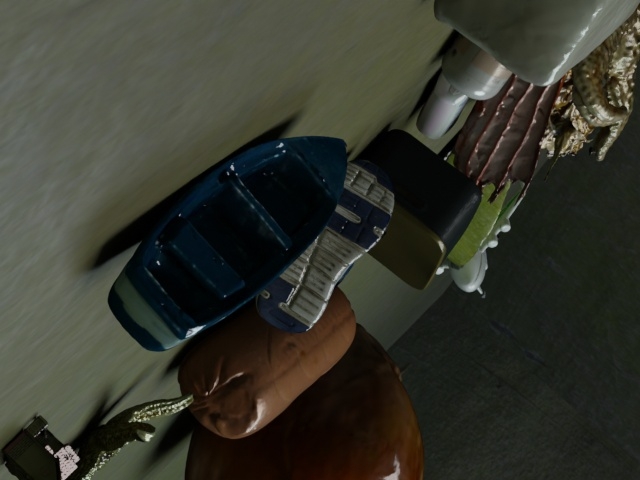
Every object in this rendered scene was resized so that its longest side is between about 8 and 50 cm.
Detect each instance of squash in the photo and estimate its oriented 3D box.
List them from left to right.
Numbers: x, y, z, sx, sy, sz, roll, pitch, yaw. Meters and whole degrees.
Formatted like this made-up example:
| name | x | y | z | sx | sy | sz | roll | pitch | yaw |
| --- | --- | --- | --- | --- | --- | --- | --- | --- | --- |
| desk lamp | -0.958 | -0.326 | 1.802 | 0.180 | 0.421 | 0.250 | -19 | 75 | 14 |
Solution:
| name | x | y | z | sx | sy | sz | roll | pitch | yaw |
| --- | --- | --- | --- | --- | --- | --- | --- | --- | --- |
| squash | 0.230 | -0.083 | 2.294 | 0.220 | 0.133 | 0.220 | -54 | 175 | -7 |

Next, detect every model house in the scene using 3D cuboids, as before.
| name | x | y | z | sx | sy | sz | roll | pitch | yaw |
| --- | --- | --- | --- | --- | --- | --- | --- | --- | --- |
| model house | -0.238 | 0.194 | 1.298 | 0.057 | 0.058 | 0.083 | -46 | 171 | -23 |

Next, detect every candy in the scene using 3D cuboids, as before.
| name | x | y | z | sx | sy | sz | roll | pitch | yaw |
| --- | --- | --- | --- | --- | --- | --- | --- | --- | --- |
| candy | 0.254 | -0.308 | 1.293 | 0.208 | 0.145 | 0.359 | -43 | 169 | -38 |

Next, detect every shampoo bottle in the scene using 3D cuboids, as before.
| name | x | y | z | sx | sy | sz | roll | pitch | yaw |
| --- | --- | --- | --- | --- | --- | --- | --- | --- | --- |
| shampoo bottle | 0.150 | -0.169 | 1.730 | 0.072 | 0.043 | 0.099 | -53 | 174 | -28 |
| shampoo bottle | 0.206 | -0.240 | 1.595 | 0.192 | 0.074 | 0.074 | -54 | 171 | 28 |

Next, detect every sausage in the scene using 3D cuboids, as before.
| name | x | y | z | sx | sy | sz | roll | pitch | yaw |
| --- | --- | --- | --- | --- | --- | --- | --- | --- | --- |
| sausage | -0.058 | 0.131 | 1.739 | 0.121 | 0.121 | 0.304 | -53 | 171 | 28 |

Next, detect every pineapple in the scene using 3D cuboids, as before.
| name | x | y | z | sx | sy | sz | roll | pitch | yaw |
| --- | --- | --- | --- | --- | --- | --- | --- | --- | --- |
| pineapple | 0.337 | -0.212 | 2.114 | 0.161 | 0.158 | 0.334 | -53 | 170 | 23 |

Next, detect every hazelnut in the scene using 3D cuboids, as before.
| name | x | y | z | sx | sy | sz | roll | pitch | yaw |
| --- | --- | --- | --- | --- | --- | --- | --- | --- | --- |
| hazelnut | -0.013 | 0.286 | 2.023 | 0.315 | 0.372 | 0.372 | 14 | 126 | -34 |

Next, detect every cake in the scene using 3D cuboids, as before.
| name | x | y | z | sx | sy | sz | roll | pitch | yaw |
| --- | --- | --- | --- | --- | --- | --- | --- | --- | --- |
| cake | 0.227 | -0.173 | 1.734 | 0.135 | 0.098 | 0.287 | 27 | 82 | -85 |

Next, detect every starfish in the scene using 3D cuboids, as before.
| name | x | y | z | sx | sy | sz | roll | pitch | yaw |
| --- | --- | --- | --- | --- | --- | --- | --- | --- | --- |
| starfish | -0.221 | 0.217 | 1.522 | 0.223 | 0.050 | 0.217 | -33 | 172 | -24 |
| starfish | 0.352 | -0.261 | 1.790 | 0.432 | 0.082 | 0.324 | -4 | 94 | -76 |

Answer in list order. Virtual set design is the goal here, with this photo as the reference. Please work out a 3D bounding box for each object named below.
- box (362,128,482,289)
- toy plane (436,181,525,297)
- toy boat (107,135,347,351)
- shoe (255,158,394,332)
| name | x | y | z | sx | sy | sz | roll | pitch | yaw |
| --- | --- | --- | --- | --- | --- | --- | --- | --- | --- |
| box | 0.101 | -0.037 | 1.739 | 0.090 | 0.144 | 0.201 | -51 | 172 | -16 |
| toy plane | 0.235 | 0.005 | 2.419 | 0.251 | 0.101 | 0.255 | -28 | -145 | 17 |
| toy boat | -0.062 | -0.010 | 1.189 | 0.062 | 0.096 | 0.299 | -42 | 180 | 40 |
| shoe | 0.000 | 0.000 | 1.625 | 0.207 | 0.091 | 0.106 | -55 | -167 | 12 |
